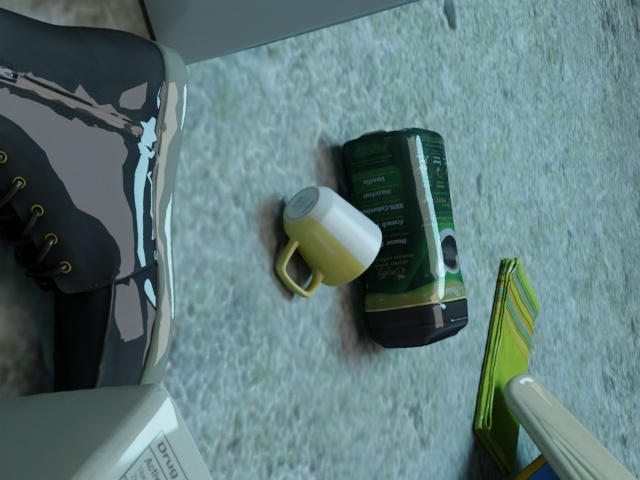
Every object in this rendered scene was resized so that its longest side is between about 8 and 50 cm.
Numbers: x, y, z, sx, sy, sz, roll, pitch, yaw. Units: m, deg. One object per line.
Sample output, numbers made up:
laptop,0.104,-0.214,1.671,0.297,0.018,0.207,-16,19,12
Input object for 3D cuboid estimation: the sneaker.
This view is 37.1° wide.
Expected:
sneaker,-0.141,-0.003,0.483,0.118,0.083,0.222,8,81,-39

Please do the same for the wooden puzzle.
wooden puzzle,0.313,0.325,0.937,0.322,0.080,0.348,43,12,-21

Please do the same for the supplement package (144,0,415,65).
supplement package,0.011,-0.244,0.601,0.145,0.262,0.204,-35,112,-57

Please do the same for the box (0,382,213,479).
box,-0.152,0.200,0.345,0.311,0.121,0.148,-48,123,-53

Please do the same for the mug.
mug,0.003,-0.003,0.725,0.064,0.062,0.078,46,38,-33

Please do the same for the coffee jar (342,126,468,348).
coffee jar,0.074,-0.001,0.822,0.096,0.079,0.184,-1,82,-62

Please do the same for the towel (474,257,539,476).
towel,0.217,0.138,1.081,0.102,0.021,0.237,54,40,-36
